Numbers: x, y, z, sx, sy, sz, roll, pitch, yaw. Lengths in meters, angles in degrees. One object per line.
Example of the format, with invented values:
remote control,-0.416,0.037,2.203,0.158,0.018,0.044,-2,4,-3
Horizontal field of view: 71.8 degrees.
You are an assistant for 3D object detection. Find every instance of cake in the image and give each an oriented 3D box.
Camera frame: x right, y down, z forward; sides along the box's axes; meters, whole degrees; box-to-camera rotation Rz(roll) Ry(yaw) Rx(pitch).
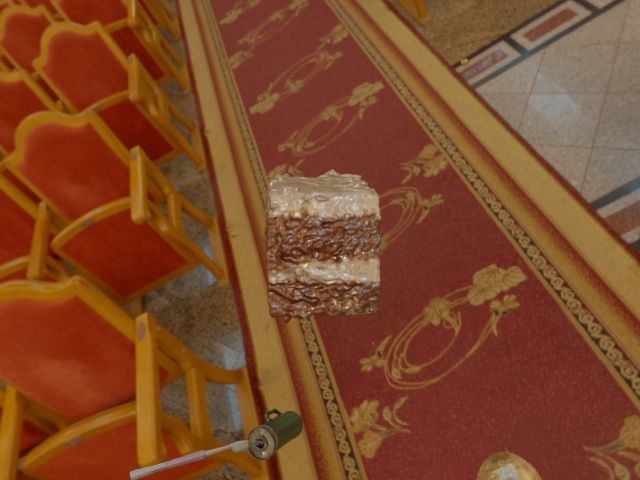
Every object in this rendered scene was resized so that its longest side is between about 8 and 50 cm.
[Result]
cake,0.000,0.000,0.520,0.135,0.147,0.134,-1,22,-7

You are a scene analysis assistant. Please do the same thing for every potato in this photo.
potato,0.422,0.580,0.955,0.161,0.128,0.235,-29,28,7

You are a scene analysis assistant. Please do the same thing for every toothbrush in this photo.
toothbrush,-0.216,0.369,0.747,0.194,0.014,0.017,-5,36,-20

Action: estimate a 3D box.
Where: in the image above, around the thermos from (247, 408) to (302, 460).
thermos,-0.104,0.473,1.098,0.083,0.187,0.073,9,89,25
